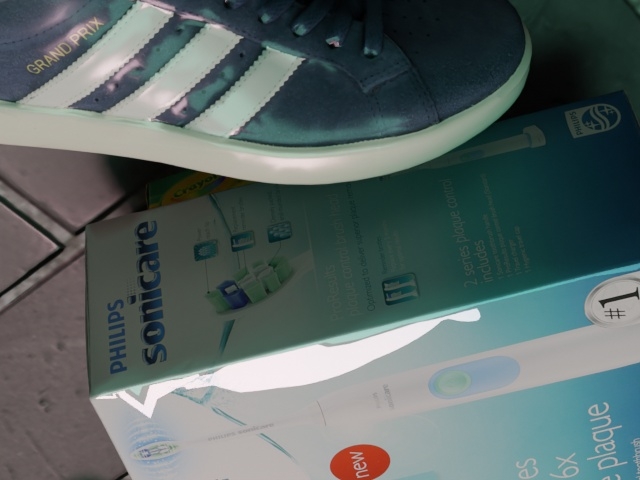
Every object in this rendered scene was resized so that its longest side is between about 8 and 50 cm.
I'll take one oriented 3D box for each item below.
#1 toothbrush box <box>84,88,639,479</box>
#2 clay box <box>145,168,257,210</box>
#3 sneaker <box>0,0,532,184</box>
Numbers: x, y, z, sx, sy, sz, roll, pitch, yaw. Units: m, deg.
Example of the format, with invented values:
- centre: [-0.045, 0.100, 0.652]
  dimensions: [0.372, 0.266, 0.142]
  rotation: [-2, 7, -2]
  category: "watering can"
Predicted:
- centre: [0.045, 0.069, 0.902]
  dimensions: [0.295, 0.126, 0.216]
  rotation: [-13, 135, 4]
  category: "toothbrush box"
- centre: [0.000, 0.000, 0.953]
  dimensions: [0.222, 0.053, 0.127]
  rotation: [-17, 133, 8]
  category: "clay box"
- centre: [-0.066, -0.122, 0.787]
  dimensions: [0.350, 0.131, 0.148]
  rotation: [0, 135, -7]
  category: "sneaker"
